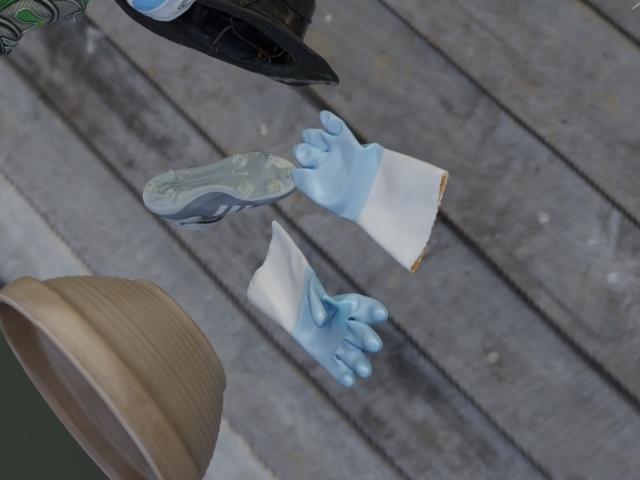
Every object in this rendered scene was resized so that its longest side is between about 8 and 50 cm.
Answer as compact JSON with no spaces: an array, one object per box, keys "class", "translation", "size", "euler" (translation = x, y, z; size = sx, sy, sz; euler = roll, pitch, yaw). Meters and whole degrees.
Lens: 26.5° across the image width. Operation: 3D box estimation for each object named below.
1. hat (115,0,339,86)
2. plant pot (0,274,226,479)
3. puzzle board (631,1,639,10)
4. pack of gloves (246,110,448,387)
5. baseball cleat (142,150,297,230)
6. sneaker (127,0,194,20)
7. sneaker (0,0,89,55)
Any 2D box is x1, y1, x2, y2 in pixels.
[{"class":"hat","translation":[-0.107,-0.318,1.764],"size":[0.331,0.331,0.134],"euler":[19,85,35]},{"class":"plant pot","translation":[-0.156,0.108,1.119],"size":[0.237,0.110,0.237],"euler":[42,157,22]},{"class":"puzzle board","translation":[0.393,-0.287,1.422],"size":[0.011,0.096,0.128],"euler":[59,153,4]},{"class":"pack of gloves","translation":[0.000,0.000,1.124],"size":[0.232,0.046,0.195],"euler":[36,112,57]},{"class":"baseball cleat","translation":[-0.116,-0.061,1.710],"size":[0.206,0.109,0.072],"euler":[-4,67,15]},{"class":"sneaker","translation":[-0.121,-0.326,1.478],"size":[0.237,0.086,0.085],"euler":[-34,57,20]},{"class":"sneaker","translation":[-0.435,-0.316,1.830],"size":[0.134,0.343,0.146],"euler":[14,103,23]}]
